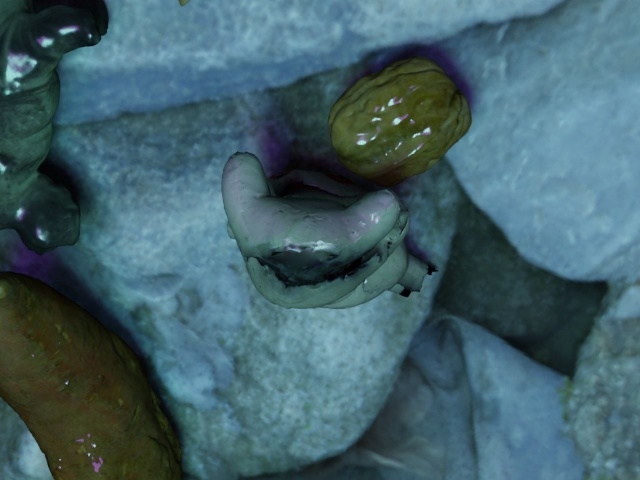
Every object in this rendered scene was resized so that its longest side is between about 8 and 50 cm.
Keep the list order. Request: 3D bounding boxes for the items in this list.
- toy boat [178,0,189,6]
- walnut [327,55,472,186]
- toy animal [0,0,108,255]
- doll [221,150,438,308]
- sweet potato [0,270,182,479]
[{"bbox_3d":[-0.023,-0.227,1.271,0.077,0.057,0.200,38,108,-13],"label":"toy boat"},{"bbox_3d":[0.051,-0.079,1.306,0.096,0.082,0.079,-32,131,14],"label":"walnut"},{"bbox_3d":[-0.224,-0.114,1.299,0.168,0.106,0.343,-6,107,-2],"label":"toy animal"},{"bbox_3d":[0.000,0.000,1.293,0.149,0.192,0.095,13,90,8],"label":"doll"},{"bbox_3d":[-0.158,0.131,1.386,0.095,0.106,0.354,-28,126,-3],"label":"sweet potato"}]
